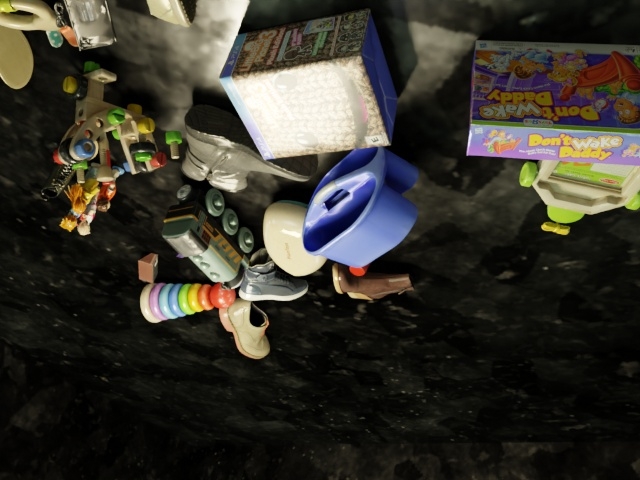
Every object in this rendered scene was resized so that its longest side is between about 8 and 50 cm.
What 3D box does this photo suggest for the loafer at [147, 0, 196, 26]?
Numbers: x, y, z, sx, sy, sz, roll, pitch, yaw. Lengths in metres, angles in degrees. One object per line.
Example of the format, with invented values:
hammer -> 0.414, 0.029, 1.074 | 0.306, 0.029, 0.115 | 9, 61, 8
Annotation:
loafer -> -0.306, -0.500, 1.106 | 0.092, 0.102, 0.268 | -1, 144, 10

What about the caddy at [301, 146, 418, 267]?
caddy -> 0.077, -0.086, 1.453 | 0.179, 0.241, 0.341 | 22, 144, -25

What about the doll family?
doll family -> -0.657, -0.111, 1.707 | 0.118, 0.163, 0.263 | 27, 143, -25

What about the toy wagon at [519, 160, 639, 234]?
toy wagon -> 0.586, -0.138, 1.366 | 0.267, 0.068, 0.344 | 13, 146, 1

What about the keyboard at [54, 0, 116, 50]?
keyboard -> -0.488, -0.468, 1.251 | 0.108, 0.023, 0.180 | -16, 148, -15

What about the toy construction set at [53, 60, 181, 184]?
toy construction set -> -0.503, -0.276, 1.453 | 0.257, 0.237, 0.309 | -4, 174, -30

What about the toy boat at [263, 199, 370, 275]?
toy boat -> 0.000, 0.000, 1.702 | 0.318, 0.148, 0.267 | 14, 141, 11

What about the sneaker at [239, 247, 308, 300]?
sneaker -> -0.132, 0.103, 1.916 | 0.226, 0.086, 0.163 | -3, 124, -25

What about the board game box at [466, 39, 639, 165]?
board game box -> 0.447, -0.251, 1.104 | 0.347, 0.233, 0.078 | 5, 145, 10

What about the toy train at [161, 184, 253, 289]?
toy train -> -0.308, -0.003, 1.730 | 0.142, 0.190, 0.334 | -6, 141, 25

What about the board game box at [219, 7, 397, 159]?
board game box -> -0.015, -0.307, 1.252 | 0.291, 0.141, 0.232 | -4, 142, 22

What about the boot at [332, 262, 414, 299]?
boot -> 0.158, 0.111, 1.818 | 0.207, 0.090, 0.248 | -10, 158, 18

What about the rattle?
rattle -> -0.592, -0.496, 1.270 | 0.130, 0.142, 0.200 | -25, 167, 33

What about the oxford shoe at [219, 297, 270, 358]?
oxford shoe -> -0.243, 0.329, 2.244 | 0.130, 0.123, 0.348 | -7, 142, 18

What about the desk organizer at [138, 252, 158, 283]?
desk organizer -> -0.580, 0.090, 2.075 | 0.050, 0.047, 0.130 | 18, 145, -3

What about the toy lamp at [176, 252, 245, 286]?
toy lamp -> -0.315, 0.077, 1.945 | 0.275, 0.080, 0.080 | 25, 143, -19

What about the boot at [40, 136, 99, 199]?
boot -> -0.661, -0.190, 1.625 | 0.077, 0.137, 0.198 | 33, 139, -26

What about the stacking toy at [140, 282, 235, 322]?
stacking toy -> -0.449, 0.201, 2.127 | 0.330, 0.141, 0.141 | -8, 141, 20

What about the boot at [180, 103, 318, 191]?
boot -> -0.176, -0.193, 1.510 | 0.338, 0.118, 0.222 | 24, 148, 3

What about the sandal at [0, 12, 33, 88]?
sandal -> -0.706, -0.455, 1.343 | 0.079, 0.088, 0.240 | 33, 146, 27
